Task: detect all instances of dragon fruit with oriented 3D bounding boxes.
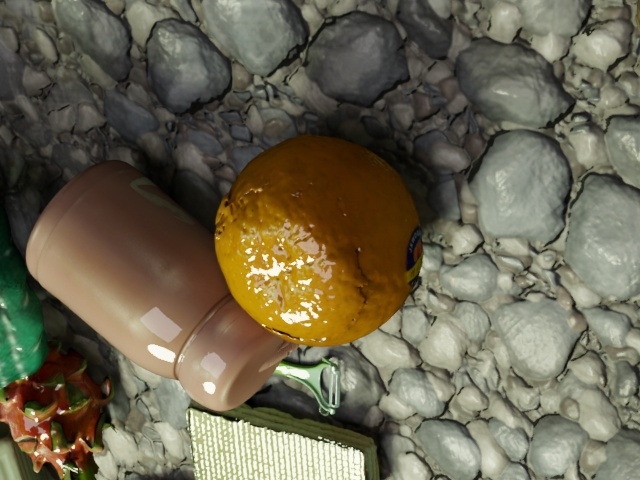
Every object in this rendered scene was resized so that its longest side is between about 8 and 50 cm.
[{"bbox_3d":[-0.322,0.233,2.026,0.236,0.137,0.135,52,145,-3],"label":"dragon fruit"}]

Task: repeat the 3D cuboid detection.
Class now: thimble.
[{"bbox_3d":[-0.433,0.060,1.906,0.288,0.167,0.254,164,88,-76],"label":"thimble"}]

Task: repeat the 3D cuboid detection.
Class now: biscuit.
[{"bbox_3d":[-0.042,0.271,1.932,0.252,0.052,0.150,11,125,27],"label":"biscuit"}]

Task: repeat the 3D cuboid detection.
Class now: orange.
[{"bbox_3d":[0.000,-0.001,1.659,0.219,0.193,0.219,5,121,9],"label":"orange"}]

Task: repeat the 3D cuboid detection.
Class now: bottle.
[{"bbox_3d":[-0.160,0.048,1.791,0.297,0.206,0.173,38,144,19],"label":"bottle"}]

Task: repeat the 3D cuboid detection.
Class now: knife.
[{"bbox_3d":[-0.051,0.155,1.887,0.166,0.022,0.078,14,117,22],"label":"knife"}]

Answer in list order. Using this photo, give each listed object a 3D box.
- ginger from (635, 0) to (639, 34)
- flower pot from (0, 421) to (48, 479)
[{"bbox_3d":[0.293,-0.296,1.331,0.244,0.155,0.304,-35,95,38],"label":"ginger"},{"bbox_3d":[-0.479,0.331,2.129,0.209,0.239,0.190,-13,111,1],"label":"flower pot"}]
